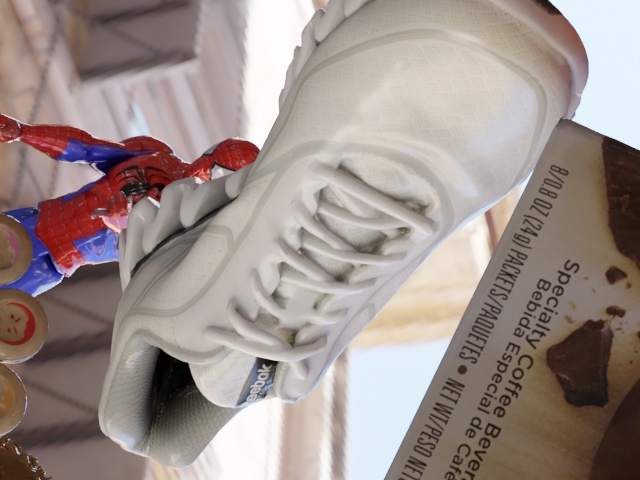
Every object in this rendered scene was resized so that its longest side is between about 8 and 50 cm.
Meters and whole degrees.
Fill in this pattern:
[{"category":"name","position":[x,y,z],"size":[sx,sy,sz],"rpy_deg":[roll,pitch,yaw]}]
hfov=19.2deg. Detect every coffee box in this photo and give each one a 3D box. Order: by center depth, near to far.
[{"category":"coffee box","position":[0.177,0.103,0.565],"size":[0.297,0.119,0.168],"rpy_deg":[24,-95,20]}]

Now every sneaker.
[{"category":"sneaker","position":[0.000,0.000,0.745],"size":[0.292,0.110,0.118],"rpy_deg":[-44,-160,47]}]

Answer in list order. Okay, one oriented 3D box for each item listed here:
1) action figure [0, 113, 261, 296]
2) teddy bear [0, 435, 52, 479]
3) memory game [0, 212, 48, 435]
[{"category":"action figure","position":[-0.165,-0.002,0.931],"size":[0.280,0.139,0.091],"rpy_deg":[-21,-113,5]},{"category":"teddy bear","position":[-0.252,0.213,1.309],"size":[0.338,0.113,0.245],"rpy_deg":[11,-143,-20]},{"category":"memory game","position":[-0.215,0.032,0.875],"size":[0.186,0.186,0.012],"rpy_deg":[-46,-175,-30]}]
